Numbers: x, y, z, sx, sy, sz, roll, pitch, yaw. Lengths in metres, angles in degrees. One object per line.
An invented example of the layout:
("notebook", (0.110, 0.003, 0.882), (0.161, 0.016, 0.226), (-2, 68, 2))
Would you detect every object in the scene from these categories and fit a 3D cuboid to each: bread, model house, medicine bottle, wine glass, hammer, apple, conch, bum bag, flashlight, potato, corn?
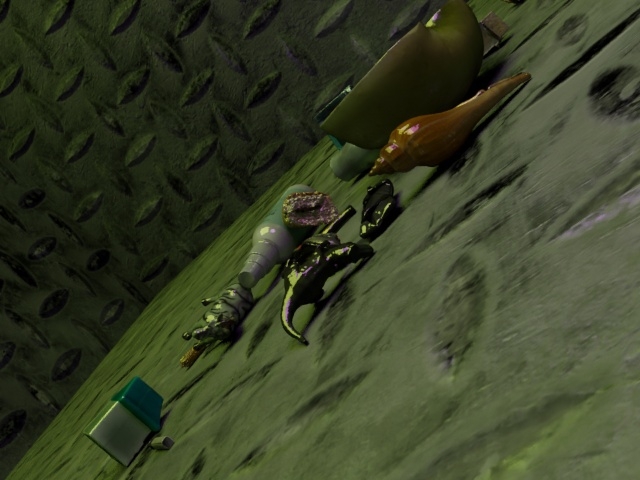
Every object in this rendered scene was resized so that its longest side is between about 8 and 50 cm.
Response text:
("bread", (-0.029, -0.072, 1.667), (0.125, 0.082, 0.106), (-5, 6, -12))
("model house", (-0.376, 0.352, 1.435), (0.149, 0.100, 0.127), (-52, 12, -23))
("medicine bottle", (-0.101, -0.007, 1.746), (0.110, 0.110, 0.351), (-38, 12, 38))
("wine glass", (0.115, -0.231, 1.828), (0.202, 0.093, 0.093), (-37, 12, 35))
("hammer", (0.000, 0.000, 1.560), (0.201, 0.021, 0.078), (-46, 10, -5))
("apple", (0.170, -0.357, 1.587), (0.360, 0.320, 0.311), (-42, 47, 51))
("conch", (0.227, -0.191, 1.266), (0.331, 0.093, 0.109), (-26, -9, -4))
("bum bag", (0.100, -0.062, 1.324), (0.087, 0.049, 0.197), (-47, 9, 16))
("flashlight", (-0.277, 0.351, 1.266), (0.018, 0.018, 0.083), (-53, 12, -30))
("potato", (0.399, -0.496, 1.777), (0.061, 0.086, 0.122), (-52, 5, -21))
("corn", (-0.294, 0.262, 1.681), (0.083, 0.027, 0.028), (-48, 18, -30))

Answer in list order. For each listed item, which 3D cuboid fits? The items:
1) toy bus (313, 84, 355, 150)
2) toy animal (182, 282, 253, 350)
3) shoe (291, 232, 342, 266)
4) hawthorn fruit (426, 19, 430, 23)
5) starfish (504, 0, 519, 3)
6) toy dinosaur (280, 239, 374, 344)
("toy bus", (0.108, -0.331, 1.982), (0.128, 0.147, 0.256), (-37, -5, 29))
("toy animal", (-0.230, 0.181, 1.603), (0.170, 0.090, 0.255), (-37, 14, 18))
("shoe", (0.009, 0.012, 1.343), (0.077, 0.074, 0.194), (-43, 6, -18))
("hawthorn fruit", (0.351, -0.519, 1.921), (0.157, 0.157, 0.194), (-48, 28, -18))
("starfish", (0.553, -0.695, 2.072), (0.133, 0.041, 0.130), (-42, 17, -22))
("toy dinosaur", (-0.003, 0.057, 1.148), (0.187, 0.087, 0.179), (-46, 8, 1))
